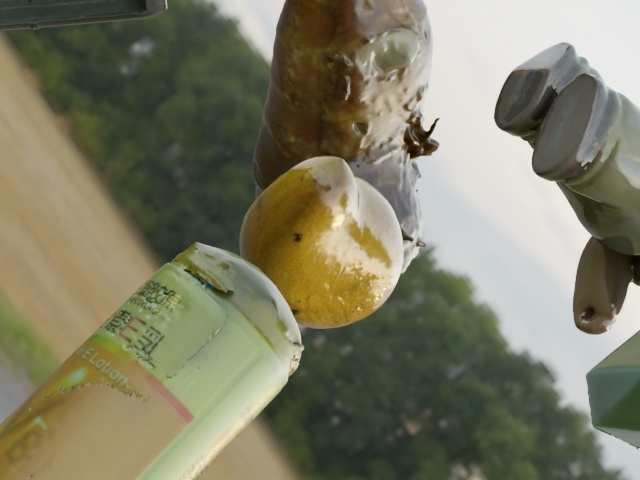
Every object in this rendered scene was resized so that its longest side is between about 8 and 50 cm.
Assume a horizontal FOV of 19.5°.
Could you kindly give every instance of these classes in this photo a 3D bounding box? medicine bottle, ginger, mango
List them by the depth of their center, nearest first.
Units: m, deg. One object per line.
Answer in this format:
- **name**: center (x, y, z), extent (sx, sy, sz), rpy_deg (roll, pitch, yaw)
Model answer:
- **medicine bottle**: center (-0.117, 0.109, 1.214), extent (0.124, 0.239, 0.124), rpy_deg (40, -15, 13)
- **mango**: center (-0.002, -0.003, 1.781), extent (0.109, 0.157, 0.262), rpy_deg (58, -6, 33)
- **ginger**: center (0.042, -0.113, 2.032), extent (0.254, 0.176, 0.418), rpy_deg (48, -39, 33)

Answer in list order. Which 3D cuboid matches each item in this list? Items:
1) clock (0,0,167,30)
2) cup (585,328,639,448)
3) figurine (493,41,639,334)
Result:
- **clock**: center (-0.285, -0.257, 1.770), extent (0.279, 0.273, 0.049), rpy_deg (115, -31, -81)
- **cup**: center (0.355, 0.137, 1.853), extent (0.235, 0.148, 0.134), rpy_deg (134, -46, -75)
- **figurine**: center (0.280, -0.005, 1.189), extent (0.380, 0.203, 0.248), rpy_deg (25, -10, -26)
